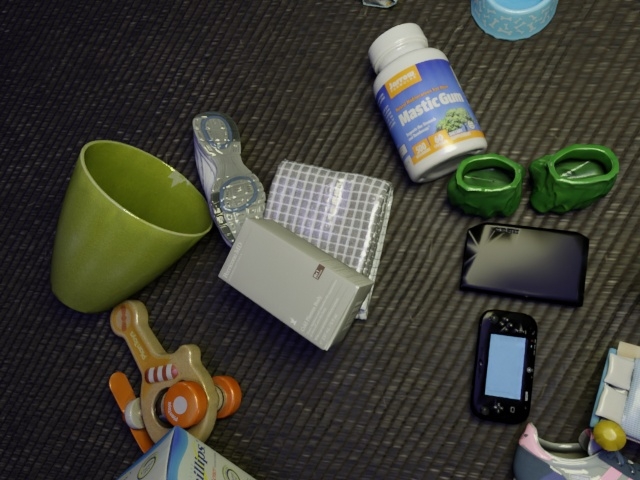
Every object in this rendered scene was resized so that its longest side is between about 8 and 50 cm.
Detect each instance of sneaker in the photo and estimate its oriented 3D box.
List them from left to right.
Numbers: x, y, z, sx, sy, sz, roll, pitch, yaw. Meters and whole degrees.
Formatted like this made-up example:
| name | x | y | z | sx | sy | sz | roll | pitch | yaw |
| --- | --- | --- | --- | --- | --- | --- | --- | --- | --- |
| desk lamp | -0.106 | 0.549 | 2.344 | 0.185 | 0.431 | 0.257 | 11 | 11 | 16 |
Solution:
| name | x | y | z | sx | sy | sz | roll | pitch | yaw |
| --- | --- | --- | --- | --- | --- | --- | --- | --- | --- |
| sneaker | -0.192 | -0.115 | 1.007 | 0.111 | 0.129 | 0.297 | -8 | 70 | -23 |
| sneaker | 0.487 | 0.387 | 0.805 | 0.319 | 0.112 | 0.131 | 5 | 87 | 12 |

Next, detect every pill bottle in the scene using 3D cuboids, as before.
| name | x | y | z | sx | sy | sz | roll | pitch | yaw |
| --- | --- | --- | --- | --- | --- | --- | --- | --- | --- |
| pill bottle | 0.190 | -0.260 | 0.925 | 0.152 | 0.152 | 0.272 | -23 | 80 | 9 |

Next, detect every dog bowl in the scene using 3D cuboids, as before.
| name | x | y | z | sx | sy | sz | roll | pitch | yaw |
| --- | --- | --- | --- | --- | --- | --- | --- | --- | --- |
| dog bowl | 0.416 | -0.539 | 0.949 | 0.166 | 0.074 | 0.297 | 33 | 92 | 14 |

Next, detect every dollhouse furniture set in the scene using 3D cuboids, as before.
| name | x | y | z | sx | sy | sz | roll | pitch | yaw |
| --- | --- | --- | --- | --- | --- | --- | --- | --- | --- |
| dollhouse furniture set | 0.573 | 0.200 | 0.699 | 0.286 | 0.198 | 0.303 | 16 | 74 | 34 |

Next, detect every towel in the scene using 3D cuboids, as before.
| name | x | y | z | sx | sy | sz | roll | pitch | yaw |
| --- | --- | --- | --- | --- | --- | --- | --- | --- | --- |
| towel | 0.000 | 0.000 | 0.952 | 0.235 | 0.121 | 0.283 | 13 | 86 | 14 |

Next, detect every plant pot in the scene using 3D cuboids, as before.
| name | x | y | z | sx | sy | sz | roll | pitch | yaw |
| --- | --- | --- | --- | --- | --- | --- | --- | --- | --- |
| plant pot | -0.414 | -0.001 | 0.991 | 0.275 | 0.275 | 0.293 | 46 | 110 | 13 |

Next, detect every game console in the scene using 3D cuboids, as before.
| name | x | y | z | sx | sy | sz | roll | pitch | yaw |
| --- | --- | --- | --- | --- | --- | --- | --- | --- | --- |
| game console | 0.359 | 0.151 | 0.896 | 0.213 | 0.044 | 0.361 | 7 | 85 | 13 |

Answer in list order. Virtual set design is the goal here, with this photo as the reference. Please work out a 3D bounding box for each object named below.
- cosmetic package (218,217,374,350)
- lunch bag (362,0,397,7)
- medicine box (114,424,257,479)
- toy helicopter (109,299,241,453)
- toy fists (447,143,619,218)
| name | x | y | z | sx | sy | sz | roll | pitch | yaw |
| --- | --- | --- | --- | --- | --- | --- | --- | --- | --- |
| cosmetic package | -0.043 | 0.067 | 0.847 | 0.238 | 0.107 | 0.127 | 29 | 101 | 18 |
| lunch bag | 0.133 | -0.527 | 1.020 | 0.083 | 0.053 | 0.071 | 17 | 85 | 23 |
| medicine box | -0.247 | 0.527 | 0.865 | 0.263 | 0.149 | 0.289 | -43 | 112 | 5 |
| toy helicopter | -0.346 | 0.278 | 1.011 | 0.235 | 0.140 | 0.355 | -45 | 66 | 13 |
| toy fists | 0.370 | -0.101 | 0.876 | 0.279 | 0.142 | 0.096 | -5 | 66 | 11 |
